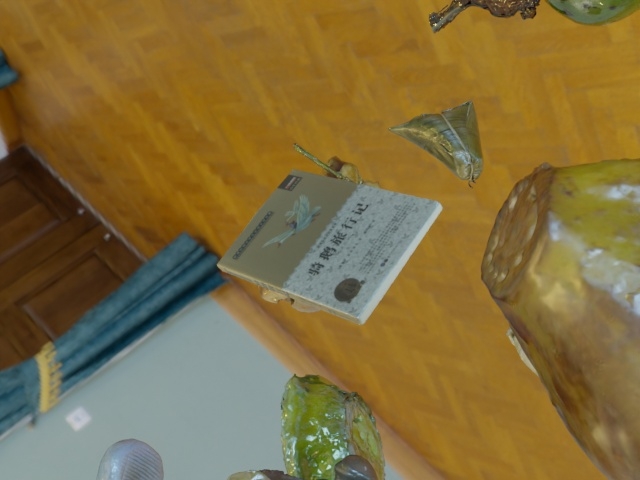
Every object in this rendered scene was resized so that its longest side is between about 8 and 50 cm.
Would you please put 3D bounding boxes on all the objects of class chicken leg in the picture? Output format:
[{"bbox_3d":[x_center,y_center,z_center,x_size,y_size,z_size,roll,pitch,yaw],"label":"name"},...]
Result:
[{"bbox_3d":[0.308,-0.457,1.551,0.253,0.051,0.106,1,95,47],"label":"chicken leg"}]

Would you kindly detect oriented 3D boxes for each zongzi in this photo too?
[{"bbox_3d":[0.256,-0.204,1.822,0.204,0.205,0.094,-7,141,8],"label":"zongzi"}]

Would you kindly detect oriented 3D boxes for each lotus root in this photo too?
[{"bbox_3d":[0.212,0.073,0.430,0.291,0.193,0.193,39,151,-6],"label":"lotus root"}]

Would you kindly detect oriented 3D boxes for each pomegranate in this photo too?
[{"bbox_3d":[0.422,-0.425,1.190,0.202,0.247,0.202,41,152,28],"label":"pomegranate"}]

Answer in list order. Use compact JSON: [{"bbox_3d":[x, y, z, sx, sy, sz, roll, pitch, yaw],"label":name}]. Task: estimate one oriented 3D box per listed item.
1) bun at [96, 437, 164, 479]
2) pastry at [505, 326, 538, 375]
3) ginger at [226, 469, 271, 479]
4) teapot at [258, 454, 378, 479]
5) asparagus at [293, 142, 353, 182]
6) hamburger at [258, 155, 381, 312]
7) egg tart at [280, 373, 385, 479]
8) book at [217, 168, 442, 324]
[{"bbox_3d":[-0.351,0.431,1.476,0.083,0.141,0.141,-14,114,30],"label":"bun"},{"bbox_3d":[0.433,0.201,1.522,0.166,0.166,0.088,43,116,13],"label":"pastry"},{"bbox_3d":[-0.101,0.223,0.483,0.138,0.267,0.152,-34,56,42],"label":"ginger"},{"bbox_3d":[0.026,0.345,0.736,0.305,0.285,0.223,19,175,2],"label":"teapot"},{"bbox_3d":[0.005,-0.139,1.510,0.166,0.013,0.016,37,174,31],"label":"asparagus"},{"bbox_3d":[0.004,-0.005,1.623,0.174,0.284,0.304,26,156,-16],"label":"hamburger"},{"bbox_3d":[0.024,0.248,0.978,0.078,0.197,0.197,-17,114,20],"label":"egg tart"},{"bbox_3d":[0.005,-0.003,1.229,0.310,0.217,0.021,17,152,43],"label":"book"}]
